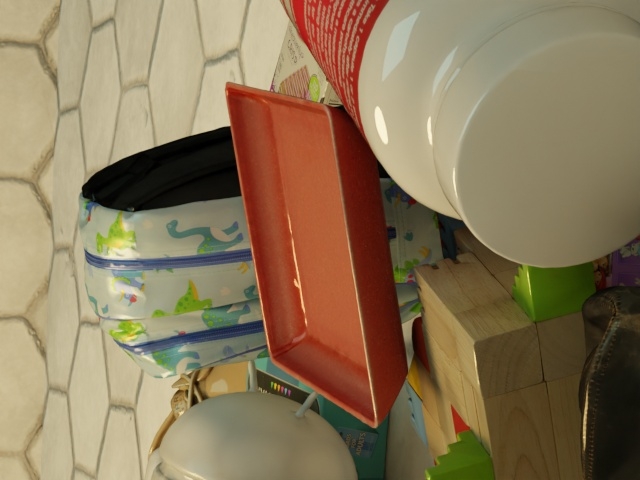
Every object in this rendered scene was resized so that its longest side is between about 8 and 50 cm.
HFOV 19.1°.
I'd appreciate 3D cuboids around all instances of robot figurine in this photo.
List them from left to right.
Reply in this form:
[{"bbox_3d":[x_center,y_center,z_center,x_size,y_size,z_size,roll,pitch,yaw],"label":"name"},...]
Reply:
[{"bbox_3d":[-0.080,0.300,1.860,0.300,0.200,0.353,17,94,43],"label":"robot figurine"}]

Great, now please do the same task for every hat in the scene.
[{"bbox_3d":[0.230,0.088,1.229,0.331,0.134,0.331,10,-90,-88],"label":"hat"}]

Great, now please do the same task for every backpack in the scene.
[{"bbox_3d":[-0.053,-0.007,1.817,0.290,0.355,0.273,-138,52,-63],"label":"backpack"}]

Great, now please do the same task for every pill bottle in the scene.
[{"bbox_3d":[0.114,-0.157,1.398,0.407,0.229,0.229,-117,36,-55],"label":"pill bottle"}]

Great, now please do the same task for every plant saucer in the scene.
[{"bbox_3d":[0.000,0.000,1.570,0.258,0.048,0.259,-157,56,-68],"label":"plant saucer"}]

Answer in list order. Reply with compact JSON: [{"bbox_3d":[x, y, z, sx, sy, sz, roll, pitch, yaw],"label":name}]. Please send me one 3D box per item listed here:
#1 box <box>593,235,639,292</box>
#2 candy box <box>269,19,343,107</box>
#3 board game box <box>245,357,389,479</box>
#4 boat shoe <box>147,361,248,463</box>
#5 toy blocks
[{"bbox_3d":[0.213,-0.089,1.540,0.201,0.057,0.293,180,93,-69],"label":"box"},{"bbox_3d":[0.009,-0.182,2.073,0.159,0.071,0.233,-112,32,-49],"label":"candy box"},{"bbox_3d":[-0.016,0.286,2.070,0.254,0.079,0.336,-167,81,-69],"label":"board game box"},{"bbox_3d":[-0.126,0.210,2.323,0.341,0.110,0.121,118,148,-49],"label":"boat shoe"},{"bbox_3d":[0.145,0.141,1.501,0.261,0.191,0.381,-125,22,-65],"label":"toy blocks"}]
